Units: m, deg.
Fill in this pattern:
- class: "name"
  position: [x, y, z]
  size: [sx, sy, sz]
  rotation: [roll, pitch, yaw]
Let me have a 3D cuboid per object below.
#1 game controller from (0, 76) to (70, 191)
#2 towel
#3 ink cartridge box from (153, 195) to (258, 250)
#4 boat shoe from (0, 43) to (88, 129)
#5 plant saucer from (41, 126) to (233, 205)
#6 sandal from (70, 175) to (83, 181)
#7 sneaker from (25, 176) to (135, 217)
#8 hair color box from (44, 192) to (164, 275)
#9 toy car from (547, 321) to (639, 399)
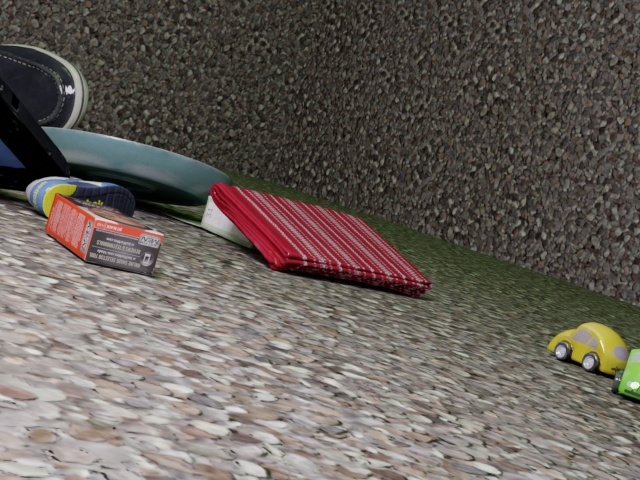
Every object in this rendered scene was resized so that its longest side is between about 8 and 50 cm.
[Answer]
- class: "game controller"
  position: [-0.396, -0.136, 1.328]
  size: [0.167, 0.067, 0.319]
  rotation: [-1, -26, 12]
- class: "towel"
  position: [0.000, 0.000, 1.618]
  size: [0.275, 0.031, 0.199]
  rotation: [13, 23, -41]
- class: "ink cartridge box"
  position: [-0.107, -0.028, 1.782]
  size: [0.171, 0.056, 0.235]
  rotation: [11, 9, -45]
- class: "boat shoe"
  position: [-0.646, -0.273, 2.155]
  size: [0.500, 0.186, 0.156]
  rotation: [12, 8, 18]
- class: "plant saucer"
  position: [-0.287, -0.101, 1.782]
  size: [0.318, 0.043, 0.317]
  rotation: [12, -6, 1]
- class: "sandal"
  position: [-0.415, -0.119, 1.616]
  size: [0.240, 0.079, 0.088]
  rotation: [12, 6, -46]
- class: "sneaker"
  position: [-0.274, -0.047, 1.399]
  size: [0.059, 0.053, 0.144]
  rotation: [17, 3, 38]
- class: "hair color box"
  position: [-0.211, -0.007, 1.174]
  size: [0.072, 0.043, 0.141]
  rotation: [15, 5, -30]
- class: "toy car"
  position: [0.359, 0.140, 1.318]
  size: [0.239, 0.053, 0.225]
  rotation: [17, 4, 16]
